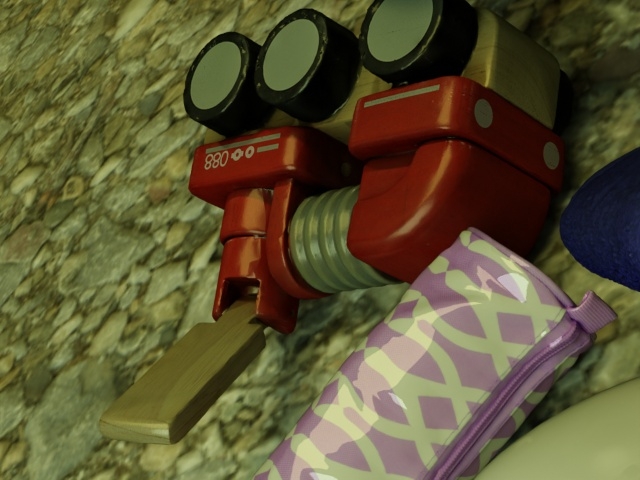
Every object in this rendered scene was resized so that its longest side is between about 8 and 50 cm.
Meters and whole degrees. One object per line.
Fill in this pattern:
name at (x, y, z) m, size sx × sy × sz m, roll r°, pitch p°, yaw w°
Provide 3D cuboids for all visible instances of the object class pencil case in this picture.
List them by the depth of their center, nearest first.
pencil case at (0.039, 0.092, 0.604) m, size 0.206 × 0.086 × 0.088 m, roll -53°, pitch 28°, yaw -1°

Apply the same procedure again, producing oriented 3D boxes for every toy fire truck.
toy fire truck at (0.000, 0.000, 0.692) m, size 0.217 × 0.158 × 0.246 m, roll -7°, pitch 66°, yaw 44°

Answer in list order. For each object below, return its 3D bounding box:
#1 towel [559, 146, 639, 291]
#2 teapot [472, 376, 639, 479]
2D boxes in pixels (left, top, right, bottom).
towel at (0.209, -0.042, 0.411) m, size 0.228 × 0.076 × 0.308 m, roll -38°, pitch 4°, yaw 0°
teapot at (0.164, 0.129, 0.342) m, size 0.187 × 0.252 × 0.256 m, roll -26°, pitch 66°, yaw -10°
